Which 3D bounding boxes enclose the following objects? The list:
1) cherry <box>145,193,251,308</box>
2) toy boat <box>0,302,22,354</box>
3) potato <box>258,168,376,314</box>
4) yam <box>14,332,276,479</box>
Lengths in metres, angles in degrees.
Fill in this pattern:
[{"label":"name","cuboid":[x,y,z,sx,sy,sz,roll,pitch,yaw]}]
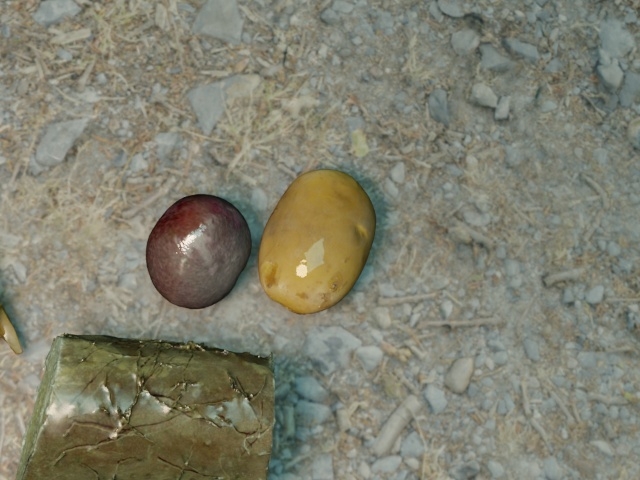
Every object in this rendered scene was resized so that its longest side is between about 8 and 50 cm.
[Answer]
[{"label":"cherry","cuboid":[-0.180,0.013,1.523,0.140,0.176,0.176,24,70,25]},{"label":"toy boat","cuboid":[-0.509,0.048,1.429,0.089,0.115,0.310,-33,118,-13]},{"label":"potato","cuboid":[0.000,0.000,1.577,0.150,0.146,0.234,32,68,-31]},{"label":"yam","cuboid":[-0.229,0.246,1.415,0.348,0.241,0.241,4,74,-14]}]
